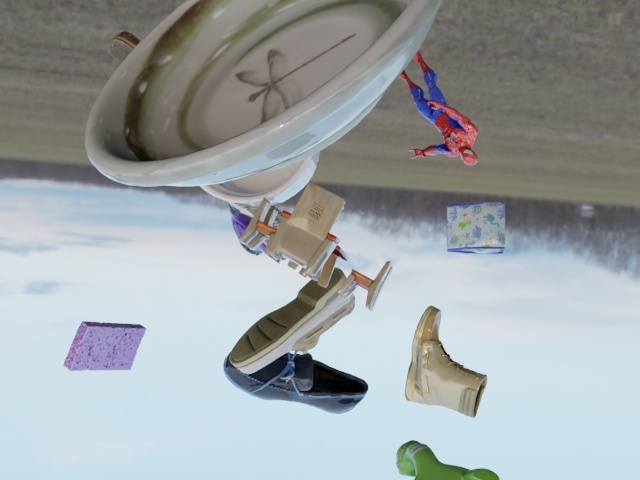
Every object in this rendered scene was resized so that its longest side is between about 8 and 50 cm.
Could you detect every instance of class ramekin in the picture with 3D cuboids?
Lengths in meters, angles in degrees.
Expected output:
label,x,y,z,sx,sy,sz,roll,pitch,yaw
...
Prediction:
label,x,y,z,sx,sy,sz,roll,pitch,yaw
ramekin,-0.131,-0.198,1.648,0.277,0.277,0.135,5,172,11

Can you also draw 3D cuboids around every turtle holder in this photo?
label,x,y,z,sx,sy,sz,roll,pitch,yaw
turtle holder,0.235,0.561,1.594,0.320,0.243,0.227,35,155,18

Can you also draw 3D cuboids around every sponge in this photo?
label,x,y,z,sx,sy,sz,roll,pitch,yaw
sponge,-0.509,0.253,1.954,0.031,0.117,0.210,26,-175,29

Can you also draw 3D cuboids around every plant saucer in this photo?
label,x,y,z,sx,sy,sz,roll,pitch,yaw
plant saucer,-0.041,-0.173,0.806,0.401,0.400,0.100,8,144,44

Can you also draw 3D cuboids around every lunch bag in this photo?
label,x,y,z,sx,sy,sz,roll,pitch,yaw
lunch bag,0.407,-0.031,2.153,0.151,0.128,0.096,-1,168,7

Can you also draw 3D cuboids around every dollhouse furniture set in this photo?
label,x,y,z,sx,sy,sz,roll,pitch,yaw
dollhouse furniture set,0.000,0.000,1.439,0.262,0.135,0.259,27,176,11

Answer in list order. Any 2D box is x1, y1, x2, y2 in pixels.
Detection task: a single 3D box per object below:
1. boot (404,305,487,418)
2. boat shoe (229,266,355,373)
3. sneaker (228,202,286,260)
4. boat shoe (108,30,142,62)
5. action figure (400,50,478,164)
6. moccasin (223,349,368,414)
label,x,y,z,sx,sy,sz,roll,pitch,yaw
boot,0.336,0.313,2.118,0.204,0.261,0.095,12,-179,29
boat shoe,-0.049,0.189,1.733,0.302,0.103,0.113,-37,-148,-9
sneaker,-0.147,-0.012,2.101,0.102,0.146,0.293,-15,-140,-25
boat shoe,-0.350,-0.370,1.696,0.178,0.060,0.064,36,135,-14
action figure,0.200,-0.251,1.567,0.139,0.091,0.280,-4,-127,-44
moccasin,-0.047,0.292,1.839,0.342,0.137,0.117,16,141,-28
